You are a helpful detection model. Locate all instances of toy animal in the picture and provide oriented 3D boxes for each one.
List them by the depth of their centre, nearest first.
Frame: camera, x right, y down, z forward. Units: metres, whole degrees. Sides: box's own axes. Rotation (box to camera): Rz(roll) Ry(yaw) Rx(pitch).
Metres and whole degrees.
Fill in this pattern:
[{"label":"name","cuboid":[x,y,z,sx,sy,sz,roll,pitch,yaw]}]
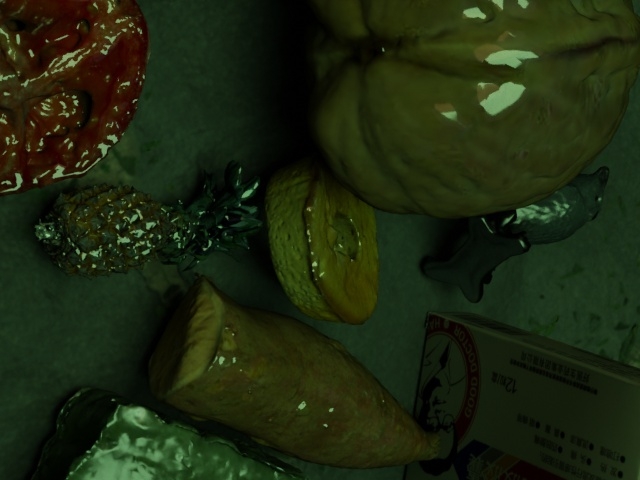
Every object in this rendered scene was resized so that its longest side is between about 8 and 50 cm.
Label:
[{"label":"toy animal","cuboid":[0.201,-0.033,1.817,0.117,0.121,0.210,46,48,16]}]

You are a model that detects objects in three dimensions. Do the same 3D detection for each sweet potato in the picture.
[{"label":"sweet potato","cuboid":[-0.016,0.146,1.682,0.337,0.131,0.131,28,85,-39]}]

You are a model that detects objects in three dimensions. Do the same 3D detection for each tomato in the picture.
[{"label":"tomato","cuboid":[-0.267,-0.152,1.496,0.228,0.101,0.228,-15,121,-27]}]

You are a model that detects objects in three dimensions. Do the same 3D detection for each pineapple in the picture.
[{"label":"pineapple","cuboid":[-0.156,-0.018,1.593,0.221,0.083,0.103,-6,103,-32]}]

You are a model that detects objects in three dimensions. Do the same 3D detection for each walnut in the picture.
[{"label":"walnut","cuboid":[0.143,-0.172,1.612,0.344,0.306,0.306,-4,101,-44]}]

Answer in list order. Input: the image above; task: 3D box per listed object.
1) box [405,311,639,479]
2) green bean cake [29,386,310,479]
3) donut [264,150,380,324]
[{"label":"box","cuboid":[0.207,0.204,1.687,0.069,0.353,0.214,5,96,-30]},{"label":"green bean cake","cuboid":[-0.158,0.279,1.620,0.255,0.132,0.241,24,86,-30]},{"label":"donut","cuboid":[0.000,0.000,1.660,0.178,0.065,0.162,60,31,-46]}]
